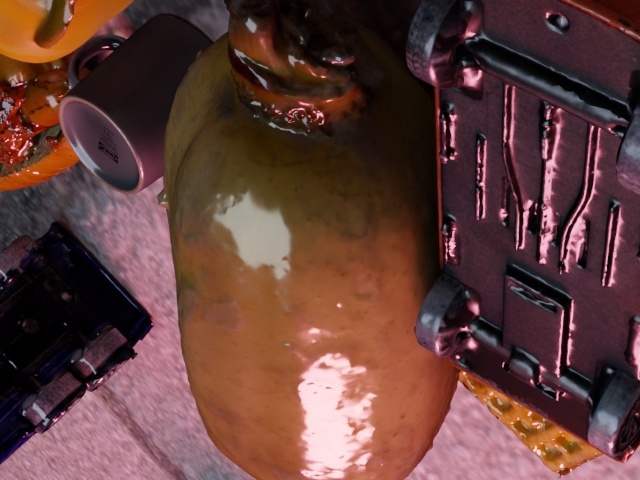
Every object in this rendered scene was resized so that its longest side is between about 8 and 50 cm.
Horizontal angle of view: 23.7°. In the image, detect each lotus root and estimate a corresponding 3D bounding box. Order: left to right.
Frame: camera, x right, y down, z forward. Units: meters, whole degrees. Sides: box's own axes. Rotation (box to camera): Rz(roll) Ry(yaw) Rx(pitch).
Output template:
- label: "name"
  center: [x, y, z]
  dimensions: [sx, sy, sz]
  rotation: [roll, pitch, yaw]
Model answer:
- label: "lotus root"
  center: [0.000, 0.000, 0.744]
  dimensions: [0.342, 0.151, 0.169]
  rotation: [89, 171, -48]

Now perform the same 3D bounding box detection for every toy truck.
- label: "toy truck"
  center: [-0.264, 0.123, 1.138]
  dimensions: [0.124, 0.268, 0.155]
  rotation: [47, 153, 3]
- label: "toy truck"
  center: [0.109, -0.024, 0.613]
  dimensions: [0.107, 0.114, 0.252]
  rotation: [31, 149, 27]

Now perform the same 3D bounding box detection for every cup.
- label: "cup"
  center: [-0.107, -0.081, 0.870]
  dimensions: [0.100, 0.077, 0.078]
  rotation: [33, 148, 26]

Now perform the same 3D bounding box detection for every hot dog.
- label: "hot dog"
  center: [-0.211, -0.081, 1.011]
  dimensions: [0.102, 0.076, 0.249]
  rotation: [57, 151, -10]

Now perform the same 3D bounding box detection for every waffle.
- label: "waffle"
  center: [0.126, 0.076, 0.808]
  dimensions: [0.092, 0.021, 0.135]
  rotation: [45, 151, 4]

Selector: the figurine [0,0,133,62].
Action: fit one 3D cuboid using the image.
- label: "figurine"
  center: [-0.165, -0.159, 0.795]
  dimensions: [0.246, 0.156, 0.131]
  rotation: [-163, 73, -65]
